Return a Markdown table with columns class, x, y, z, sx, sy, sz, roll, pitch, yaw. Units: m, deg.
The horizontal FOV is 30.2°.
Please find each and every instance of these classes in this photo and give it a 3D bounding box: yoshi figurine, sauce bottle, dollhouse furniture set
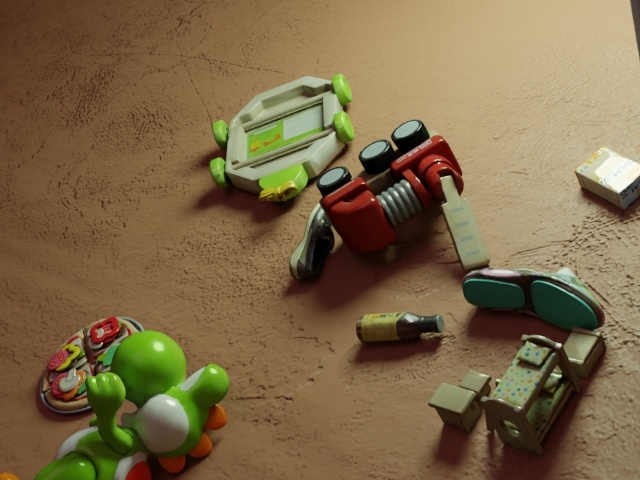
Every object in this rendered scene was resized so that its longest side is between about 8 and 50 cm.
| class | x | y | z | sx | sy | sz | roll | pitch | yaw |
| --- | --- | --- | --- | --- | --- | --- | --- | --- | --- |
| yoshi figurine | -0.307 | 0.264 | 1.704 | 0.362 | 0.203 | 0.203 | -36 | 31 | -12 |
| sauce bottle | 0.114 | 0.123 | 1.701 | 0.128 | 0.042 | 0.042 | -6 | 44 | 26 |
| dollhouse furniture set | 0.244 | 0.155 | 1.525 | 0.161 | 0.101 | 0.182 | 12 | 54 | 42 |

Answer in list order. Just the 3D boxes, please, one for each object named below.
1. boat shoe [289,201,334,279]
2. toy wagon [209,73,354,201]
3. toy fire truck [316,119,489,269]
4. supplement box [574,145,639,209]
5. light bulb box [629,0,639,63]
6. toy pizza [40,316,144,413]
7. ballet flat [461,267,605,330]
| class | x | y | z | sx | sy | sz | roll | pitch | yaw |
| --- | --- | --- | --- | --- | --- | --- | --- | --- | --- |
| boat shoe | 0.000 | 0.000 | 1.911 | 0.049 | 0.056 | 0.152 | 5 | 59 | 31 |
| toy wagon | -0.068 | -0.169 | 2.134 | 0.267 | 0.068 | 0.344 | -19 | 39 | 15 |
| toy fire truck | 0.137 | -0.043 | 1.810 | 0.217 | 0.158 | 0.246 | -32 | 27 | -2 |
| supplement box | 0.428 | -0.093 | 1.737 | 0.062 | 0.036 | 0.098 | -40 | 38 | -11 |
| light bulb box | 0.647 | -0.314 | 1.542 | 0.361 | 0.225 | 0.358 | -3 | 14 | 42 |
| toy pizza | -0.379 | 0.198 | 1.954 | 0.201 | 0.032 | 0.201 | -18 | 39 | 15 |
| ballet flat | 0.299 | 0.068 | 1.623 | 0.221 | 0.077 | 0.079 | 9 | 33 | 41 |
